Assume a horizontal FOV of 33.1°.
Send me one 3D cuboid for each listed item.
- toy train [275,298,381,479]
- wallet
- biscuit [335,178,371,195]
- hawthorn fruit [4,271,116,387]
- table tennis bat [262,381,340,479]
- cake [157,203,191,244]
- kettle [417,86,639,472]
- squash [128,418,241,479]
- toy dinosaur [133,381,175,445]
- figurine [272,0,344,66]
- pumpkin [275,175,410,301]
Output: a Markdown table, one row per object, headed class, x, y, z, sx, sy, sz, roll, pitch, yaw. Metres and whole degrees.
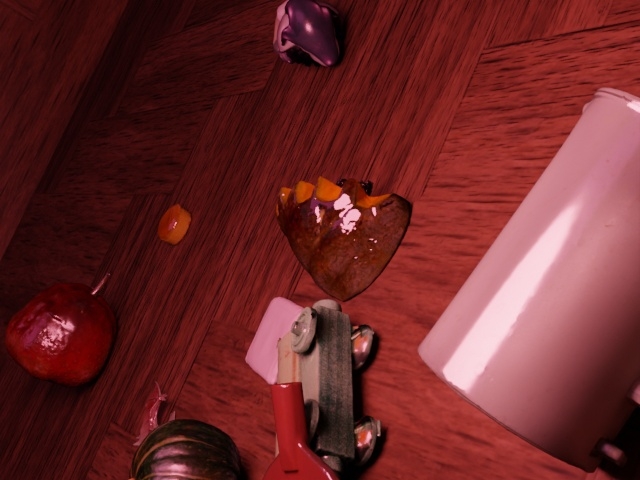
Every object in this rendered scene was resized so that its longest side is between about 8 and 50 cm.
| class | x | y | z | sx | sy | sz | roll | pitch | yaw |
| --- | --- | --- | --- | --- | --- | --- | --- | --- | --- |
| toy train | -0.006 | 0.219 | 1.442 | 0.177 | 0.116 | 0.285 | -55 | 26 | 40 |
| wallet | -0.065 | 0.153 | 1.656 | 0.124 | 0.032 | 0.183 | -64 | 19 | -3 |
| biscuit | 0.045 | -0.071 | 1.701 | 0.089 | 0.027 | 0.087 | -48 | 30 | 25 |
| hawthorn fruit | -0.523 | 0.179 | 2.274 | 0.266 | 0.210 | 0.230 | -48 | 13 | -5 |
| table tennis bat | -0.022 | 0.325 | 1.285 | 0.200 | 0.038 | 0.310 | -18 | 77 | 49 |
| cake | -0.309 | -0.033 | 2.264 | 0.084 | 0.044 | 0.084 | -39 | 33 | 33 |
| kettle | 0.273 | 0.045 | 1.008 | 0.318 | 0.205 | 0.265 | -56 | 24 | 4 |
| squash | -0.196 | 0.366 | 1.542 | 0.218 | 0.172 | 0.218 | -36 | 43 | 42 |
| toy dinosaur | -0.288 | 0.341 | 1.884 | 0.108 | 0.032 | 0.220 | -39 | 44 | 31 |
| figurine | -0.022 | -0.401 | 2.020 | 0.145 | 0.145 | 0.222 | -56 | 26 | 10 |
| pumpkin | 0.000 | 0.000 | 1.601 | 0.254 | 0.130 | 0.149 | -17 | 50 | 52 |
